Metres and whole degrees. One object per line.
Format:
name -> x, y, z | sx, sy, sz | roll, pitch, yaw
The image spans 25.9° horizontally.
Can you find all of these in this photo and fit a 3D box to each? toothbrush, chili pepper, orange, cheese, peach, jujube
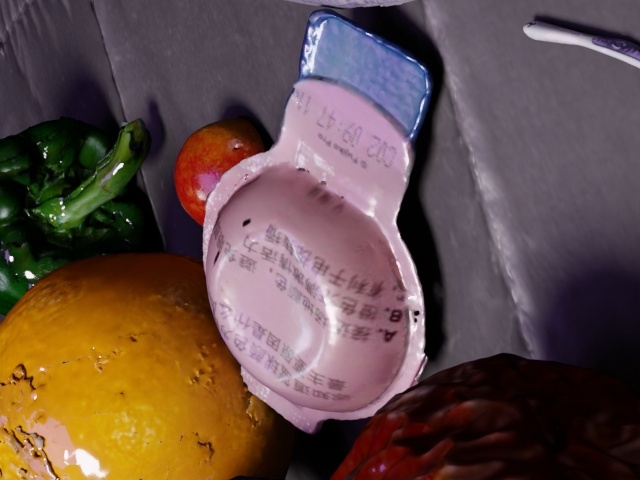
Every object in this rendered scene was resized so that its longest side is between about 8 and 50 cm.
toothbrush -> 0.136, -0.087, 0.641 | 0.131, 0.011, 0.013 | 29, 142, 54
chili pepper -> -0.232, -0.026, 1.224 | 0.261, 0.165, 0.173 | 139, 124, -59
orange -> -0.133, 0.125, 1.039 | 0.246, 0.246, 0.246 | 39, 138, 49
cheese -> 0.000, 0.000, 0.860 | 0.189, 0.074, 0.286 | 31, 126, 26
peach -> -0.072, -0.041, 1.013 | 0.098, 0.061, 0.098 | 172, 90, -66
jujube -> 0.099, 0.162, 0.628 | 0.232, 0.213, 0.213 | 34, 133, 53

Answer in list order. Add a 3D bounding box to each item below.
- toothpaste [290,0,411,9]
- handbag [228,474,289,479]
toothpaste -> 0.010, -0.181, 0.788 | 0.282, 0.068, 0.099 | 1, 133, 56
handbag -> 0.022, 0.277, 0.875 | 0.308, 0.093, 0.253 | 31, 140, 28
